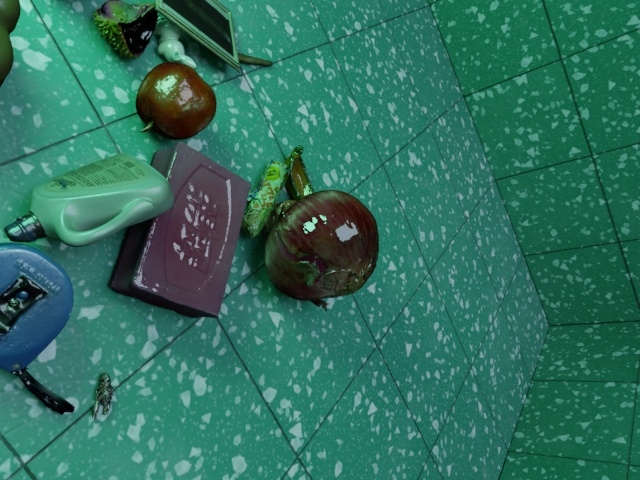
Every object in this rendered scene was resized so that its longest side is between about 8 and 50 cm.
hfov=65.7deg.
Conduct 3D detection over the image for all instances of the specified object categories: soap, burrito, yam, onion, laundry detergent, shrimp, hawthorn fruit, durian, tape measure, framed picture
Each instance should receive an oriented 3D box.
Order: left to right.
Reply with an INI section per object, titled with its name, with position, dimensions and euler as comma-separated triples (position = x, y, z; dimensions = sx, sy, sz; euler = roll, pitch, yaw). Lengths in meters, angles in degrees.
[tape measure]
position = -0.516, 0.156, 0.898
dimensions = 0.215, 0.098, 0.351
euler = -53, 125, -21
[laundry detergent]
position = -0.454, -0.064, 0.964
dimensions = 0.280, 0.215, 0.105
euler = -35, 141, -38
[shrimp]
position = -0.442, 0.320, 1.016
dimensions = 0.038, 0.029, 0.092
euler = 30, 64, -50
[durian]
position = -0.467, -0.501, 1.164
dimensions = 0.108, 0.119, 0.187
euler = 22, 42, -1
[hawthorn fruit]
position = -0.352, -0.316, 1.175
dimensions = 0.179, 0.179, 0.200
euler = 47, 62, -30
[soap]
position = -0.316, -0.020, 1.168
dimensions = 0.233, 0.128, 0.360
euler = 30, 60, -41
[framed picture]
position = -0.323, -0.610, 1.317
dimensions = 0.293, 0.018, 0.231
euler = 23, 49, -54
[yam]
position = -0.225, -0.542, 1.475
dimensions = 0.234, 0.027, 0.029
euler = -13, 125, -49
[burrito]
position = -0.168, -0.133, 1.403
dimensions = 0.104, 0.054, 0.288
euler = 26, 55, -9
[onion]
position = 0.010, 0.030, 1.383
dimensions = 0.353, 0.353, 0.354
euler = 15, 69, -45

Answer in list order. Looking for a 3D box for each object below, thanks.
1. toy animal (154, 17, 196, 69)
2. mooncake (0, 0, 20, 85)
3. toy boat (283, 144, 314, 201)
[toy animal]
position = -0.375, -0.498, 1.266
dimensions = 0.071, 0.085, 0.124
euler = -9, 92, -66
[mooncake]
position = -0.684, -0.368, 0.780
dimensions = 0.378, 0.200, 0.379
euler = 10, 76, -47
[toy boat]
position = -0.053, -0.175, 1.529
dimensions = 0.089, 0.088, 0.230
euler = -23, 97, -49
